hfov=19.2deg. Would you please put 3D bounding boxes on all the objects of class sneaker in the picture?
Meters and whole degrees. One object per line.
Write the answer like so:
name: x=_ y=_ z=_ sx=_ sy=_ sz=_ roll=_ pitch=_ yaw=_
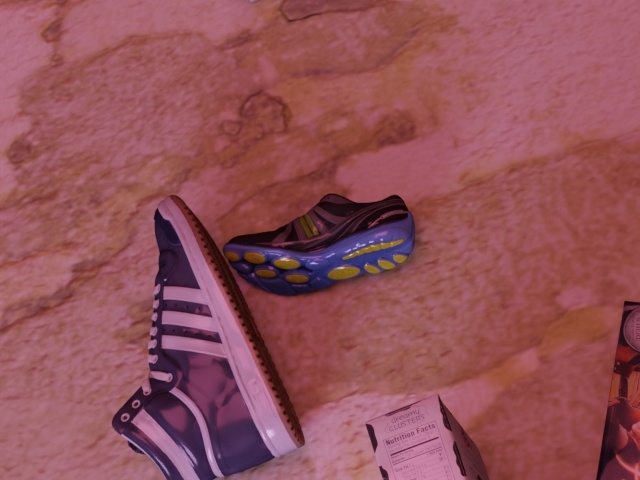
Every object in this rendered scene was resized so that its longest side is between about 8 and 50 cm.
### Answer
sneaker: x=-0.137 y=0.100 z=1.775 sx=0.153 sy=0.099 sz=0.282 roll=-28 pitch=66 yaw=5
sneaker: x=0.000 y=0.000 z=1.796 sx=0.188 sy=0.067 sz=0.078 roll=-12 pitch=45 yaw=16

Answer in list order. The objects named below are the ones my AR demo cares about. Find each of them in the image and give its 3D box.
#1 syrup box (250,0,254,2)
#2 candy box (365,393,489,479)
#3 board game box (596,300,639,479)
syrup box: x=0.002 y=-0.344 z=1.904 sx=0.237 sy=0.096 sz=0.093 roll=-24 pitch=64 yaw=7
candy box: x=0.115 y=0.248 z=1.593 sx=0.070 sy=0.165 sz=0.196 roll=-22 pitch=64 yaw=8
board game box: x=0.325 y=0.179 z=1.619 sx=0.165 sy=0.042 sz=0.243 roll=5 pitch=71 yaw=20
